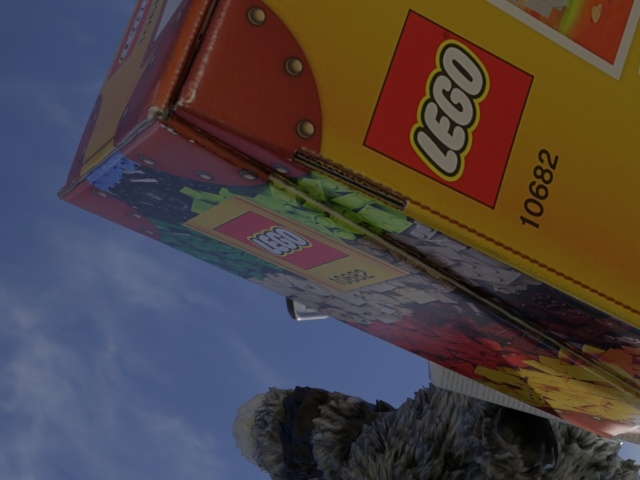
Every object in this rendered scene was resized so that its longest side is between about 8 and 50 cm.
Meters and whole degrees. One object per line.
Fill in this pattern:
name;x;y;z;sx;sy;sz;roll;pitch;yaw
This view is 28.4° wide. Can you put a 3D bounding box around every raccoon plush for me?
raccoon plush;0.069;0.292;0.995;0.216;0.446;0.299;37;-117;-28

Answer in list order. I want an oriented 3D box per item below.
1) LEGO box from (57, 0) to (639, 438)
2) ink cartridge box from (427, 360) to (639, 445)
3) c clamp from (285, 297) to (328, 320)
LEGO box;0.133;-0.187;0.694;0.372;0.193;0.500;25;-107;-18
ink cartridge box;0.159;0.080;0.953;0.223;0.224;0.045;-18;-57;-69
c clamp;0.000;0.000;1.039;0.022;0.160;0.137;5;-96;16
